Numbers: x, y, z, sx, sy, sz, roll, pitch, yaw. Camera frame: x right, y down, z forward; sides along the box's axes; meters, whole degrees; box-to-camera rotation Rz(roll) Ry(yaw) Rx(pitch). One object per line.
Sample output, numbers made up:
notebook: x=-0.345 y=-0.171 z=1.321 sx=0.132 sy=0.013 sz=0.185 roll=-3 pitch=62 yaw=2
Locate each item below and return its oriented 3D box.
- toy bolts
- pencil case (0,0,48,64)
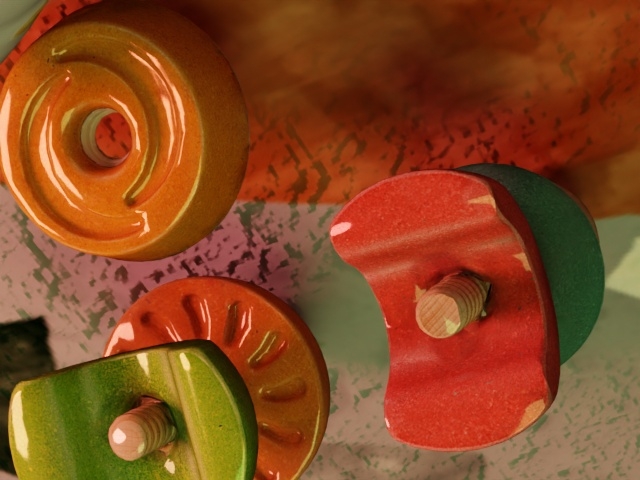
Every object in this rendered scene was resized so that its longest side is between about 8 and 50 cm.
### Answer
toy bolts: x=0.000 y=0.000 z=0.753 sx=0.229 sy=0.158 sz=0.218 roll=-9 pitch=96 yaw=22
pencil case: x=-0.137 y=-0.099 z=0.560 sx=0.124 sy=0.113 sz=0.273 roll=10 pitch=160 yaw=-21
